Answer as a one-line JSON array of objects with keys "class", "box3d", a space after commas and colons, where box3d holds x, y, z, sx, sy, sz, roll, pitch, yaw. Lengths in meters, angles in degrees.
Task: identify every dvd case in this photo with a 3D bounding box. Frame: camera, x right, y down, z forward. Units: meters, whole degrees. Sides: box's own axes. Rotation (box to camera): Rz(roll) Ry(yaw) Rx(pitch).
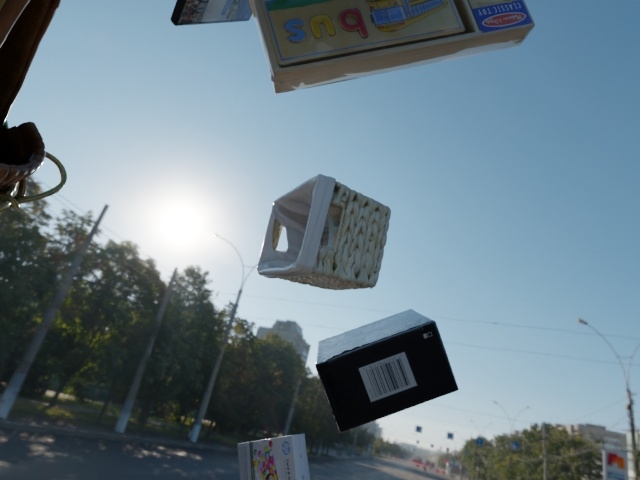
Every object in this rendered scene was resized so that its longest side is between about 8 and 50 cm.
[{"class": "dvd case", "box3d": [-0.209, -0.568, 1.000, 0.022, 0.253, 0.180, 48, -48, 3]}]

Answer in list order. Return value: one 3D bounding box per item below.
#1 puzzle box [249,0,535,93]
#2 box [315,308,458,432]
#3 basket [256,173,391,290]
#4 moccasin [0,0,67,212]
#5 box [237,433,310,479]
[{"class": "puzzle box", "box3d": [0.092, -0.393, 0.694, 0.410, 0.271, 0.052, -14, -12, -8]}, {"class": "box", "box3d": [0.082, 0.167, 0.610, 0.156, 0.093, 0.158, -20, -3, 0]}, {"class": "basket", "box3d": [0.000, 0.000, 0.560, 0.103, 0.113, 0.167, 18, -12, -22]}, {"class": "moccasin", "box3d": [-0.310, -0.086, 0.391, 0.147, 0.139, 0.379, 22, -69, -21]}, {"class": "box", "box3d": [-0.095, 0.473, 0.891, 0.038, 0.145, 0.186, 14, -31, -43]}]
